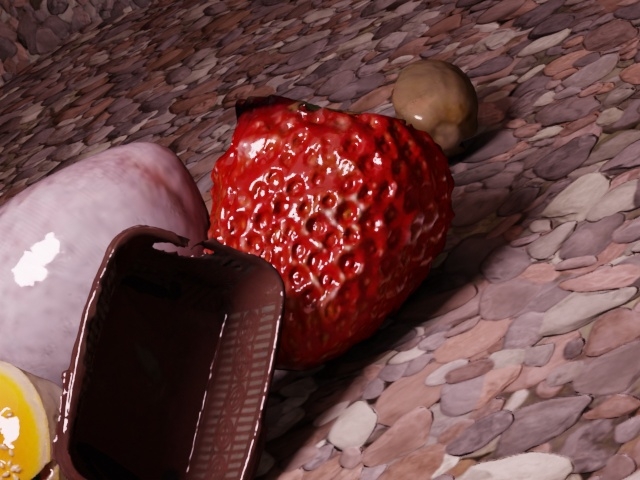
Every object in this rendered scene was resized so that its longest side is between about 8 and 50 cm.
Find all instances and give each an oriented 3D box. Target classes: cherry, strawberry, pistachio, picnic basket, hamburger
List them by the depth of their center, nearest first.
[{"bbox_3d":[-0.168,0.146,1.734,0.129,0.223,0.296,-28,47,64],"label":"picnic basket"},{"bbox_3d":[-0.388,0.247,1.830,0.295,0.227,0.151,-15,-10,40],"label":"hamburger"},{"bbox_3d":[0.005,-0.007,1.933,0.292,0.309,0.292,7,1,0],"label":"strawberry"},{"bbox_3d":[-0.286,0.052,1.985,0.326,0.335,0.291,-9,50,-33],"label":"cherry"},{"bbox_3d":[0.154,-0.182,2.305,0.129,0.131,0.206,-50,16,19],"label":"pistachio"}]
